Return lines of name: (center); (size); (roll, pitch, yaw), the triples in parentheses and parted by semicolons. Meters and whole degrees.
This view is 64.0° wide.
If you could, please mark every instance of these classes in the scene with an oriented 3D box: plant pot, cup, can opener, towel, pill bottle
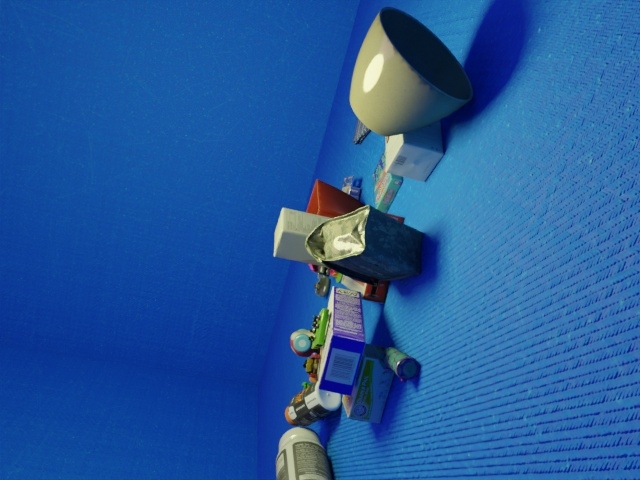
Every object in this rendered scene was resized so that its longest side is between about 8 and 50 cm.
plant pot: (0.064, -0.066, 2.189); (0.267, 0.235, 0.268); (-94, 19, -56)
cup: (0.216, -0.427, 1.407); (0.237, 0.330, 0.331); (-43, 32, 39)
can opener: (0.029, 0.153, 2.613); (0.093, 0.074, 0.281); (-6, 70, 42)
towel: (0.241, -0.620, 2.459); (0.336, 0.040, 0.244); (146, 137, -72)
pill bottle: (-0.038, 0.646, 2.009); (0.245, 0.130, 0.131); (-43, 31, 36)
pill bottle: (-0.059, 0.860, 1.865); (0.361, 0.204, 0.205); (-113, 37, -72)

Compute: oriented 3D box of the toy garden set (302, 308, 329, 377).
toy garden set: (-0.023, 0.329, 1.622); (0.244, 0.049, 0.204); (106, 174, -74)

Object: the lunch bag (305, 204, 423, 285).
lunch bag: (0.121, 0.031, 1.539); (0.286, 0.235, 0.169); (-17, 57, 49)

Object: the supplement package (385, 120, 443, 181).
supplement package: (0.288, -0.329, 1.600); (0.139, 0.133, 0.244); (117, 162, -52)

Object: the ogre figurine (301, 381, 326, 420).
ogre figurine: (-0.021, 0.675, 2.145); (0.196, 0.096, 0.118); (8, 91, 35)

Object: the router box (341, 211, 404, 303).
router box: (0.181, 0.046, 1.866); (0.335, 0.082, 0.302); (-151, 74, -79)

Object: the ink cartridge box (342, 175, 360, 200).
ink cartridge box: (0.125, -0.147, 2.429); (0.186, 0.065, 0.312); (-161, 81, -80)

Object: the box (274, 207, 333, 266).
box: (0.000, 0.000, 1.790); (0.148, 0.310, 0.121); (-92, 18, -52)

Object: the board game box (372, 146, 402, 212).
board game box: (0.249, -0.234, 1.924); (0.210, 0.047, 0.160); (-90, 16, -45)

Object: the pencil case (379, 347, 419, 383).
pencil case: (0.215, 0.341, 1.410); (0.070, 0.064, 0.151); (-63, 9, -8)

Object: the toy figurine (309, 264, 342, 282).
toy figurine: (0.028, 0.105, 2.384); (0.130, 0.159, 0.173); (-89, 16, -46)

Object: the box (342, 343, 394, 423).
box: (0.146, 0.432, 1.556); (0.114, 0.103, 0.203); (-121, 44, -76)

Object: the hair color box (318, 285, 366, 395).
hair color box: (0.064, 0.298, 1.588); (0.339, 0.109, 0.185); (-79, 2, -72)

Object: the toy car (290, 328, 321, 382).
toy car: (-0.019, 0.497, 2.140); (0.219, 0.210, 0.238); (109, 160, -86)
